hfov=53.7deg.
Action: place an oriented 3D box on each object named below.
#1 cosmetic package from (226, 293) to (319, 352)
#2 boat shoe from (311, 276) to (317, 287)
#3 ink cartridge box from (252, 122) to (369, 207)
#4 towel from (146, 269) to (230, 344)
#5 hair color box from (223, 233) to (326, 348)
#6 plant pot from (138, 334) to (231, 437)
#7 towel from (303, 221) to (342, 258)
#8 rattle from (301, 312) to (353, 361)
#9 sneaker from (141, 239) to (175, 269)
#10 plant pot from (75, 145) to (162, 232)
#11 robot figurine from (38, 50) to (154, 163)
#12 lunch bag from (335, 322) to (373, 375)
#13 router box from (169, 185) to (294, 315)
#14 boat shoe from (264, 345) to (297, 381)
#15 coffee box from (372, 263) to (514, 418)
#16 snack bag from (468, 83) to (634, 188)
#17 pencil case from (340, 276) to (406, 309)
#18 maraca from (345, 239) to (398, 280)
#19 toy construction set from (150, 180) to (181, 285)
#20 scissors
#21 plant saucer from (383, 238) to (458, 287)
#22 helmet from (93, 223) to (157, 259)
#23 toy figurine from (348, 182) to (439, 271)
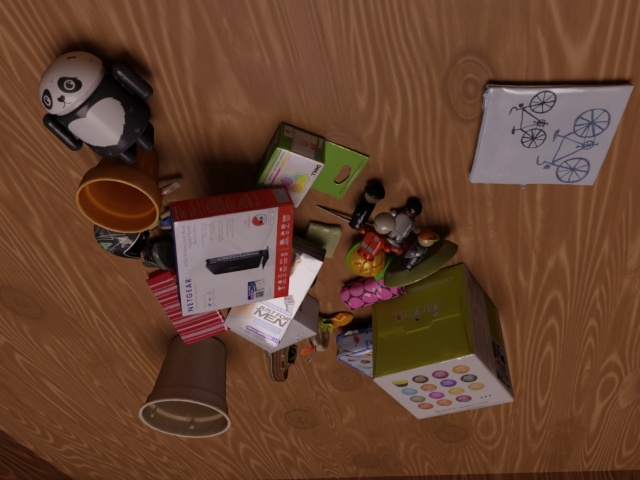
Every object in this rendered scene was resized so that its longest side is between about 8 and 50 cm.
[{"bbox_3d":[-0.162,0.253,2.151,0.224,0.138,0.224,-27,132,34],"label":"cosmetic package"},{"bbox_3d":[-0.138,0.100,1.997,0.258,0.089,0.109,1,141,4],"label":"boat shoe"},{"bbox_3d":[-0.024,-0.172,1.650,0.255,0.097,0.189,18,139,-16],"label":"ink cartridge box"},{"bbox_3d":[-0.439,0.206,2.099,0.198,0.031,0.275,-21,106,26],"label":"towel"},{"bbox_3d":[-0.139,0.141,1.907,0.185,0.110,0.339,26,111,-5],"label":"hair color box"},{"bbox_3d":[-0.485,0.532,2.382,0.333,0.306,0.334,2,141,1],"label":"plant pot"},{"bbox_3d":[0.000,0.000,1.915,0.109,0.027,0.148,10,142,-7],"label":"towel"},{"bbox_3d":[0.026,0.336,2.187,0.142,0.200,0.130,3,106,13],"label":"rattle"},{"bbox_3d":[-0.498,0.045,1.914,0.130,0.087,0.227,5,173,5],"label":"sneaker"},{"bbox_3d":[-0.501,-0.155,1.633,0.205,0.188,0.205,2,142,2],"label":"plant pot"},{"bbox_3d":[-0.509,-0.303,1.461,0.173,0.209,0.278,17,158,46],"label":"robot figurine"},{"bbox_3d":[0.195,0.403,2.308,0.243,0.115,0.303,-17,145,24],"label":"lunch bag"},{"bbox_3d":[-0.229,0.032,1.657,0.300,0.082,0.336,-10,134,-17],"label":"router box"},{"bbox_3d":[-0.143,0.451,2.411,0.104,0.111,0.307,-1,141,7],"label":"boat shoe"},{"bbox_3d":[0.387,0.334,2.050,0.337,0.338,0.334,-20,135,26],"label":"coffee box"},{"bbox_3d":[0.548,-0.253,1.558,0.342,0.037,0.323,0,140,3],"label":"snack bag"},{"bbox_3d":[0.172,0.163,2.049,0.209,0.095,0.098,-19,124,30],"label":"pencil case"},{"bbox_3d":[0.157,0.061,1.920,0.185,0.099,0.127,26,117,-32],"label":"maraca"},{"bbox_3d":[-0.340,-0.034,1.786,0.237,0.258,0.309,-26,122,8],"label":"toy construction set"},{"bbox_3d":[0.125,-0.041,1.845,0.297,0.109,0.021,28,115,4],"label":"scissors"},{"bbox_3d":[0.281,0.056,1.833,0.240,0.241,0.037,-24,103,29],"label":"plant saucer"},{"bbox_3d":[-0.562,-0.032,1.807,0.169,0.170,0.161,-7,157,13],"label":"helmet"},{"bbox_3d":[0.197,-0.039,1.714,0.209,0.213,0.148,16,123,-19],"label":"toy figurine"}]
